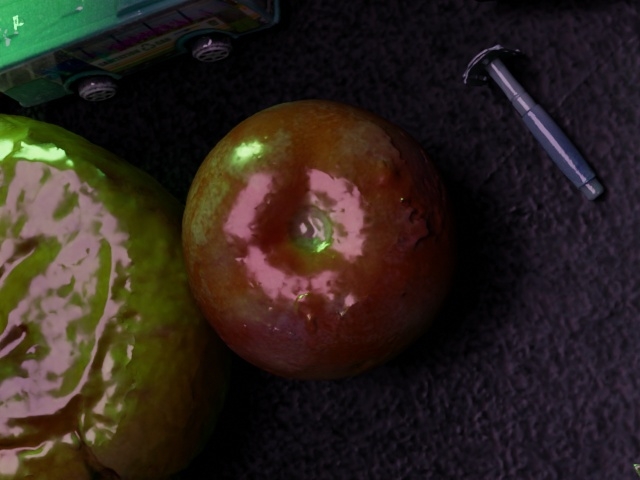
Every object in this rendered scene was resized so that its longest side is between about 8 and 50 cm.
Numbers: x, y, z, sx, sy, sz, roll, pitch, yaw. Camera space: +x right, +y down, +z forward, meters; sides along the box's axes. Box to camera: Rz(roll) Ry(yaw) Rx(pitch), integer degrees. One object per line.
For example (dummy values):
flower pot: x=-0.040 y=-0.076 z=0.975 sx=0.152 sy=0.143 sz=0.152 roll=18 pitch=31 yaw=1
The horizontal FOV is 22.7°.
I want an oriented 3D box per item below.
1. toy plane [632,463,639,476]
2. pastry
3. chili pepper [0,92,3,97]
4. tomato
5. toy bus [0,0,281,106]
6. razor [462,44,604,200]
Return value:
toy plane: x=0.265 y=0.257 z=1.077 sx=0.244 sy=0.092 sz=0.229 roll=-10 pitch=65 yaw=29
pastry: x=-0.238 y=0.067 z=1.289 sx=0.356 sy=0.164 sz=0.356 roll=-1 pitch=83 yaw=9
chili pepper: x=-0.334 y=-0.111 z=1.447 sx=0.169 sy=0.065 sz=0.088 roll=-47 pitch=67 yaw=10
tomato: x=0.000 y=0.000 z=1.188 sx=0.208 sy=0.184 sz=0.208 roll=0 pitch=84 yaw=4
toy bus: x=-0.165 y=-0.188 z=1.347 sx=0.262 sy=0.109 sz=0.091 roll=-17 pitch=70 yaw=23
razor: x=0.165 y=-0.085 z=1.197 sx=0.040 sy=0.068 sz=0.135 roll=-40 pitch=79 yaw=19
